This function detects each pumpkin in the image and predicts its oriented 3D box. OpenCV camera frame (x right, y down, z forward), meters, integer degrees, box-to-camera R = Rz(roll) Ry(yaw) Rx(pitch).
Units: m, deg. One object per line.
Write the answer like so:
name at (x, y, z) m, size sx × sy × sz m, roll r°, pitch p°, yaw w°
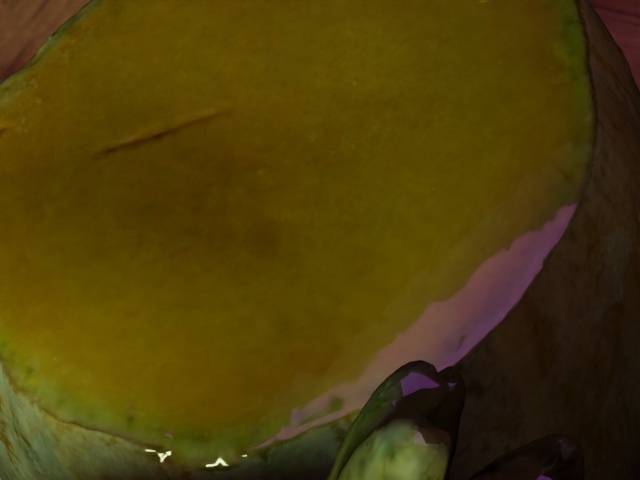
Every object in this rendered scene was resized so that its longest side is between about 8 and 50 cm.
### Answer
pumpkin at (0.000, 0.000, 0.587) m, size 0.332 × 0.199 × 0.332 m, roll -5°, pitch 48°, yaw 6°

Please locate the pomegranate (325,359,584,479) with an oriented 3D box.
pomegranate at (-0.040, 0.174, 0.410) m, size 0.242 × 0.242 × 0.306 m, roll 19°, pitch 79°, yaw 16°
